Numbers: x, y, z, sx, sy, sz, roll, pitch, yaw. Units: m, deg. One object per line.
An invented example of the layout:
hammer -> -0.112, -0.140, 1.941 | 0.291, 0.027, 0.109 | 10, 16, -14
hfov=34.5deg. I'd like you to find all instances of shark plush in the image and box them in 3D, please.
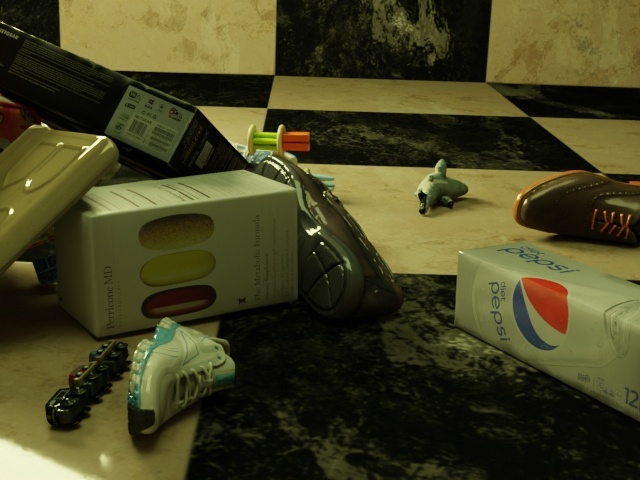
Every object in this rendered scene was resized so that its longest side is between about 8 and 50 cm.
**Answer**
shark plush -> 0.195, -0.080, 1.678 | 0.067, 0.073, 0.161 | 36, 18, 8

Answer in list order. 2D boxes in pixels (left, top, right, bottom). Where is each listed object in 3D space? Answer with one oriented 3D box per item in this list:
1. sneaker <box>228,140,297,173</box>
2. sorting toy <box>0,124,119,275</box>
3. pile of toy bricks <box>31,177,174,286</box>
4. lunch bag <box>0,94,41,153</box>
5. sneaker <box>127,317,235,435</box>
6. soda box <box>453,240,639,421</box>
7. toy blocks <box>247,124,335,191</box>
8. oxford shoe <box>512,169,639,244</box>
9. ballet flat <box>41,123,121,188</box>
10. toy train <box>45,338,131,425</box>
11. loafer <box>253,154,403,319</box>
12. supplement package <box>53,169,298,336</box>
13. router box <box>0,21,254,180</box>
sneaker -> -0.130, -0.134, 1.767 | 0.211, 0.080, 0.081 | -15, 20, -43
sorting toy -> -0.363, -0.005, 1.108 | 0.307, 0.041, 0.229 | -47, 32, -17
pile of toy bricks -> -0.269, 0.004, 1.275 | 0.212, 0.118, 0.105 | -20, -6, -16
lunch bag -> -0.488, -0.075, 1.228 | 0.120, 0.258, 0.293 | 25, 5, 26
sneaker -> -0.120, 0.118, 0.920 | 0.083, 0.071, 0.190 | 9, 17, 2
soda box -> 0.259, 0.082, 1.044 | 0.098, 0.091, 0.286 | -7, 18, -29
toy blocks -> -0.047, -0.130, 1.699 | 0.148, 0.123, 0.054 | 4, -13, 8
oxford shoe -> 0.416, -0.043, 1.502 | 0.272, 0.096, 0.098 | -2, 22, -14
ballet flat -> -0.486, -0.083, 1.521 | 0.409, 0.146, 0.147 | -6, 18, -16
toy train -> -0.212, 0.129, 0.945 | 0.036, 0.027, 0.158 | -6, 15, 12
loafer -> 0.000, 0.000, 1.253 | 0.095, 0.109, 0.302 | 12, 27, -32
supplement package -> -0.163, 0.008, 1.162 | 0.244, 0.139, 0.134 | -10, 18, -30
router box -> -0.265, -0.156, 1.359 | 0.309, 0.081, 0.243 | 25, -7, 17
